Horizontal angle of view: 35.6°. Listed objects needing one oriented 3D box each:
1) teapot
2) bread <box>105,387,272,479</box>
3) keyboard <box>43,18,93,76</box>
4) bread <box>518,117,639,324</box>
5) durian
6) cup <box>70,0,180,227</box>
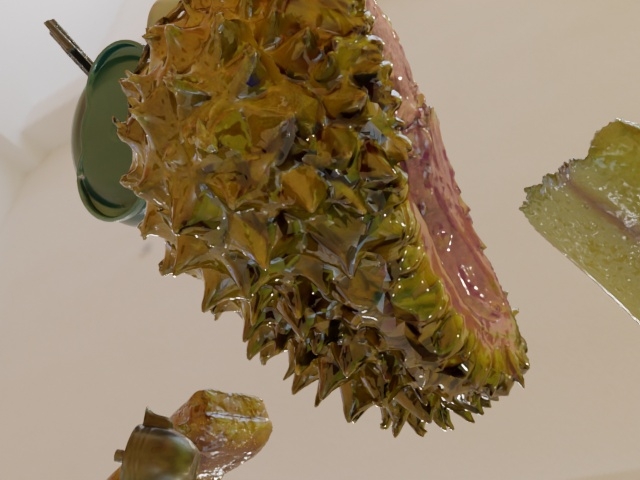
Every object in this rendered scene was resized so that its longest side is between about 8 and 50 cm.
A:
[{"bbox_3d":[-0.156,0.215,0.977,0.080,0.110,0.085,10,-119,7],"label":"teapot"},{"bbox_3d":[-0.181,0.288,1.291,0.271,0.139,0.077,-44,-133,32],"label":"bread"},{"bbox_3d":[-0.252,-0.171,1.319,0.018,0.309,0.101,-42,-133,-1],"label":"keyboard"},{"bbox_3d":[0.432,-0.021,1.092,0.245,0.362,0.233,-45,173,-39],"label":"bread"},{"bbox_3d":[0.000,0.000,0.557,0.191,0.341,0.112,-24,-153,1],"label":"durian"},{"bbox_3d":[-0.147,-0.146,1.177,0.219,0.258,0.289,9,-87,33],"label":"cup"}]
